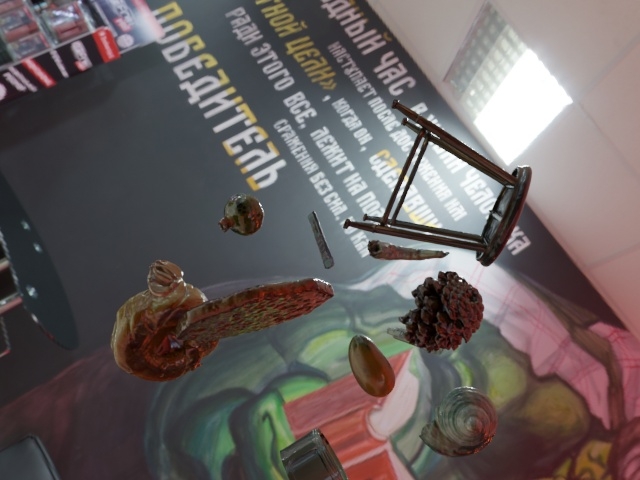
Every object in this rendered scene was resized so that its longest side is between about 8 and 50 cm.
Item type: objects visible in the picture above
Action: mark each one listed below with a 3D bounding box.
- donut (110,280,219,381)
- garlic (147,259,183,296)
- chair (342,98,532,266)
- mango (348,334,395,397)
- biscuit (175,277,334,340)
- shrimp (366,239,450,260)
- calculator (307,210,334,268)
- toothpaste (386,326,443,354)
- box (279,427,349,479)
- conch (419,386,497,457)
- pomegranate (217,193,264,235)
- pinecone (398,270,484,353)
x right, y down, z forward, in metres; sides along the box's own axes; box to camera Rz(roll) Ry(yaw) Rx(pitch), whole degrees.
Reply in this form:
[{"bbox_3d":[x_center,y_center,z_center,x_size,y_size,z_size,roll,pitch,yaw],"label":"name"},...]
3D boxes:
[{"bbox_3d":[-0.495,0.298,1.673,0.170,0.360,0.360,46,-20,46],"label":"donut"},{"bbox_3d":[-0.415,0.105,1.354,0.094,0.113,0.074,23,-58,2],"label":"garlic"},{"bbox_3d":[0.347,-0.135,1.465,0.409,0.362,0.364,23,10,10],"label":"chair"},{"bbox_3d":[0.168,0.429,1.745,0.221,0.120,0.151,57,-30,16],"label":"mango"},{"bbox_3d":[-0.141,0.153,1.125,0.359,0.358,0.046,108,-33,-71],"label":"biscuit"},{"bbox_3d":[0.301,0.050,1.840,0.185,0.286,0.068,107,-7,-86],"label":"shrimp"},{"bbox_3d":[0.000,0.000,1.495,0.057,0.018,0.172,-37,-110,64],"label":"calculator"},{"bbox_3d":[0.347,0.361,1.892,0.255,0.067,0.037,9,-18,46],"label":"toothpaste"},{"bbox_3d":[-0.017,0.766,1.707,0.226,0.149,0.226,58,-5,8],"label":"box"},{"bbox_3d":[0.406,0.526,1.474,0.277,0.220,0.196,108,-26,-73],"label":"conch"},{"bbox_3d":[-0.227,-0.064,1.414,0.122,0.161,0.122,23,-53,35],"label":"pomegranate"},{"bbox_3d":[0.297,0.179,1.254,0.179,0.184,0.204,57,-40,15],"label":"pinecone"}]
